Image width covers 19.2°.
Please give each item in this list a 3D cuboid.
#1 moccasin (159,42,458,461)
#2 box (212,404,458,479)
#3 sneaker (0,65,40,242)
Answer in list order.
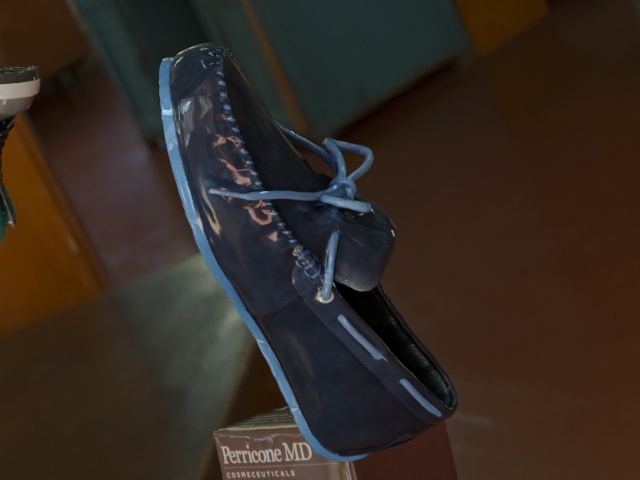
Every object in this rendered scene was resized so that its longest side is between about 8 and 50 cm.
[{"bbox_3d":[0.000,0.000,1.273,0.117,0.342,0.138,-14,40,17],"label":"moccasin"},{"bbox_3d":[0.044,0.340,1.763,0.143,0.381,0.191,-13,1,-43],"label":"box"},{"bbox_3d":[-0.343,-0.074,1.830,0.123,0.178,0.295,-6,2,-25],"label":"sneaker"}]
